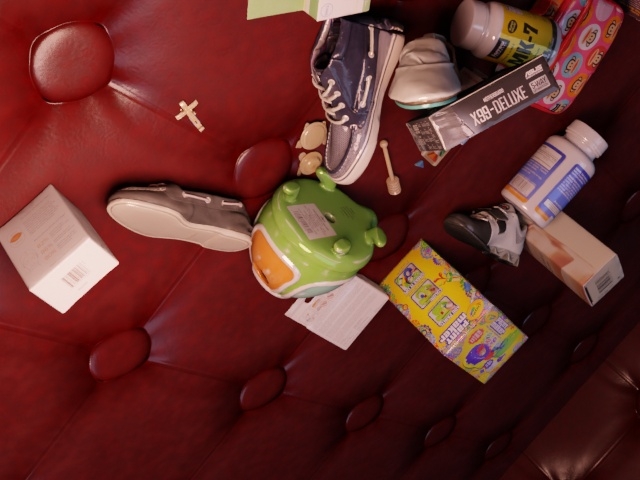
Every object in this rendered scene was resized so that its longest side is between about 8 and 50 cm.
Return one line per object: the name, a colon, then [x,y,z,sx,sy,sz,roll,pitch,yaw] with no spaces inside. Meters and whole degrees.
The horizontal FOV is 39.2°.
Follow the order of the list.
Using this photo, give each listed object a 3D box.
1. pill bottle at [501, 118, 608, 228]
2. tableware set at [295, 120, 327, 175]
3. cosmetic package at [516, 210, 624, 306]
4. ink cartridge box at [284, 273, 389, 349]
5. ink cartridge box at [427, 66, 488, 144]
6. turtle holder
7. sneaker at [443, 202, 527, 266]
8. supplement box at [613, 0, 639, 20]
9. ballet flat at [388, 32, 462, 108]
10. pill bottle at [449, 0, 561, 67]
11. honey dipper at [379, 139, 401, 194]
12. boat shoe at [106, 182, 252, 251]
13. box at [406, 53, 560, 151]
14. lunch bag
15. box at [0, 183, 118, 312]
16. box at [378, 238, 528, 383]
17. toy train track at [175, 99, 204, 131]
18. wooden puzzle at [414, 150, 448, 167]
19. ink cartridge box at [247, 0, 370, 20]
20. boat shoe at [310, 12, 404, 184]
pill bottle: [0.615,-0.177,2.341,0.272,0.152,0.152,-48,143,6]
tableware set: [0.017,-0.199,1.872,0.168,0.020,0.141,-17,135,-29]
cosmetic package: [0.672,0.024,2.468,0.129,0.296,0.153,-43,142,1]
ink cartridge box: [0.037,0.152,2.219,0.224,0.056,0.181,34,100,-34]
ink cartridge box: [0.325,-0.305,1.996,0.143,0.092,0.090,-44,144,1]
turtle holder: [-0.017,-0.009,1.885,0.227,0.243,0.320,-49,-175,32]
sneaker: [0.438,-0.044,2.355,0.330,0.122,0.146,23,90,-50]
supplement box: [0.755,-0.623,2.084,0.080,0.104,0.188,-22,139,-27]
ballet flat: [0.205,-0.331,1.723,0.139,0.139,0.400,-58,176,18]
pill bottle: [0.383,-0.427,1.867,0.208,0.119,0.119,10,120,-20]
honey dipper: [0.156,-0.166,2.025,0.030,0.030,0.161,-34,141,-13]
boat shoe: [-0.265,-0.058,1.703,0.112,0.096,0.335,-23,153,36]
box: [0.310,-0.264,1.783,0.242,0.077,0.307,-28,-174,1]
lunch bag: [0.529,-0.448,2.040,0.258,0.120,0.293,9,117,-42]
box: [-0.446,0.012,1.516,0.130,0.170,0.091,-42,142,-3]
box: [0.347,0.187,2.334,0.177,0.279,0.290,-47,143,4]
toy train track: [-0.231,-0.222,1.623,0.048,0.014,0.083,-41,144,-4]
wooden puzzle: [0.275,-0.213,2.104,0.078,0.014,0.116,21,110,-50]
ink cartridge box: [-0.009,-0.468,1.563,0.235,0.056,0.171,-21,138,-31]
boat shoe: [0.036,-0.277,1.730,0.158,0.127,0.341,3,109,-38]
